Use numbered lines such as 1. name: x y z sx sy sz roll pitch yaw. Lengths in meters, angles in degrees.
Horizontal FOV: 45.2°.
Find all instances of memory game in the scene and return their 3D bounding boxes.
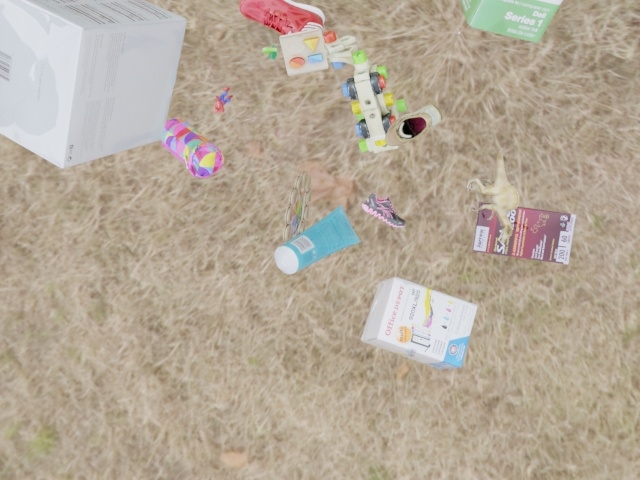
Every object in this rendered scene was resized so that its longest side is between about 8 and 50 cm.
1. memory game: -0.047 -0.058 1.650 0.012 0.186 0.186 12 107 12

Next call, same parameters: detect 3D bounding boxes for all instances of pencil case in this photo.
1. pencil case: -0.353 -0.251 2.075 0.104 0.236 0.104 -16 123 -26

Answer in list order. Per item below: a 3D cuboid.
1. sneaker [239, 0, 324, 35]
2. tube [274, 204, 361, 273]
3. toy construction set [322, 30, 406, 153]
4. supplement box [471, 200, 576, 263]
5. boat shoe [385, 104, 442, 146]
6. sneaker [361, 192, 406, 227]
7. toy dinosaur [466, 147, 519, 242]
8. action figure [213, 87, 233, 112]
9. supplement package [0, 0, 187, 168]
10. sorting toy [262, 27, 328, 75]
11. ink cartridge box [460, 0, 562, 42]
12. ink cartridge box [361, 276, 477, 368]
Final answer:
1. sneaker: -0.097 -0.551 1.929 0.221 0.128 0.087 7 136 -7
2. tube: 0.000 0.000 1.401 0.052 0.207 0.080 -21 95 42
3. toy construction set: 0.110 -0.336 1.766 0.151 0.215 0.327 -24 121 23
4. supplement box: 0.513 -0.021 1.954 0.239 0.073 0.130 7 95 8
5. boat shoe: 0.155 -0.200 1.365 0.050 0.045 0.135 57 142 -3
6. sneaker: 0.162 -0.075 1.864 0.119 0.047 0.057 29 103 -10
7. toy dinosaur: 0.311 -0.090 1.359 0.093 0.053 0.183 18 127 46
8. action figure: -0.249 -0.348 1.935 0.030 0.115 0.038 -9 121 14
9. supplement package: -0.320 -0.234 1.056 0.149 0.203 0.194 29 119 18
10. sorting toy: -0.035 -0.249 1.035 0.083 0.012 0.062 -11 129 5
11. ink cartridge box: 0.287 -0.445 1.027 0.117 0.201 0.278 10 136 -14
12. ink cartridge box: 0.251 0.215 1.986 0.233 0.168 0.171 20 77 -7
